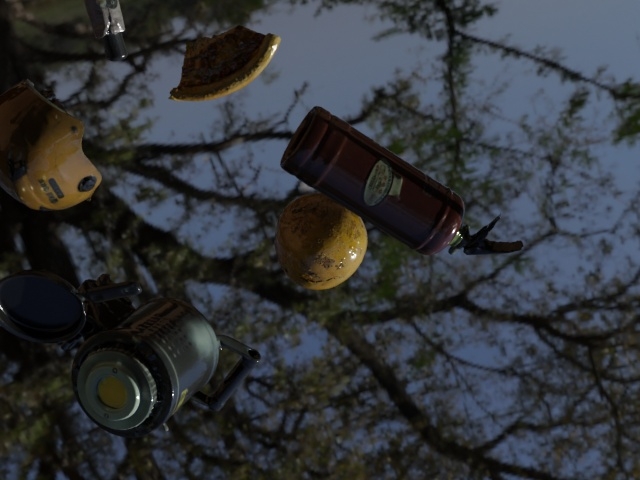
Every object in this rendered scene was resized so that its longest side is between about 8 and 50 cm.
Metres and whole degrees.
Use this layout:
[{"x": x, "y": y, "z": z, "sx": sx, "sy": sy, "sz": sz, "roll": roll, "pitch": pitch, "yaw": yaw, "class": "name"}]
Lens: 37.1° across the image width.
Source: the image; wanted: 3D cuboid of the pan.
[{"x": -0.349, "y": 0.082, "z": 1.326, "sx": 0.235, "sy": 0.136, "sz": 0.028, "roll": -12, "pitch": -141, "yaw": 18, "class": "pan"}]

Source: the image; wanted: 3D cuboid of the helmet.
[{"x": -0.446, "y": -0.129, "z": 1.470, "sx": 0.130, "sy": 0.224, "sz": 0.198, "roll": -34, "pitch": -121, "yaw": -29, "class": "helmet"}]

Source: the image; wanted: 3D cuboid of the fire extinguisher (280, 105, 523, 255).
[{"x": 0.120, "y": -0.063, "z": 1.317, "sx": 0.138, "sy": 0.344, "sz": 0.102, "roll": -44, "pitch": -161, "yaw": 51, "class": "fire extinguisher"}]

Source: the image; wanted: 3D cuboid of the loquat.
[{"x": 0.000, "y": 0.000, "z": 2.302, "sx": 0.235, "sy": 0.235, "sz": 0.235, "roll": -17, "pitch": -163, "yaw": 5, "class": "loquat"}]

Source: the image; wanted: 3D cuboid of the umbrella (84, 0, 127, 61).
[{"x": -0.438, "y": -0.513, "z": 1.849, "sx": 0.067, "sy": 0.337, "sz": 0.073, "roll": -16, "pitch": -155, "yaw": -9, "class": "umbrella"}]

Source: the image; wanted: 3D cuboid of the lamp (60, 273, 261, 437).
[{"x": -0.315, "y": 0.240, "z": 1.761, "sx": 0.205, "sy": 0.374, "sz": 0.272, "roll": -51, "pitch": -165, "yaw": 23, "class": "lamp"}]

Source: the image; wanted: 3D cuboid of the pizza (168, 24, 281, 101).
[{"x": -0.208, "y": -0.376, "z": 2.024, "sx": 0.271, "sy": 0.134, "sz": 0.056, "roll": -16, "pitch": -173, "yaw": 10, "class": "pizza"}]
